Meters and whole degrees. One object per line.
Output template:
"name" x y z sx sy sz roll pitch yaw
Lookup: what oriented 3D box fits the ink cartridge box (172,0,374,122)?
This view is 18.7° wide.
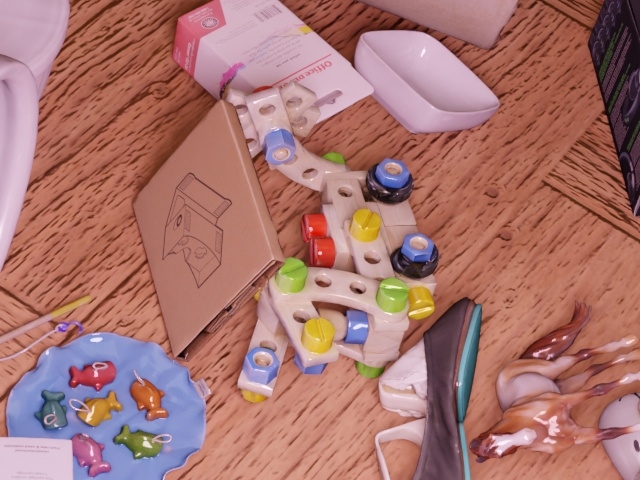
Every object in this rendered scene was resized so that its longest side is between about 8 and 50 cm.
"ink cartridge box" -0.050 -0.179 2.081 0.115 0.067 0.198 -31 62 -33

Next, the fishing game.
"fishing game" -0.192 0.157 1.784 0.189 0.041 0.264 -22 59 -25

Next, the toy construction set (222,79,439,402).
"toy construction set" 0.000 0.000 1.902 0.215 0.151 0.327 -3 62 -16

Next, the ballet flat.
"ballet flat" 0.100 0.164 1.817 0.096 0.095 0.280 3 49 4

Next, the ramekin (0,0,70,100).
"ramekin" -0.394 -0.204 1.979 0.273 0.127 0.272 6 50 -8

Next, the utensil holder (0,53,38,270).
"utensil holder" -0.489 -0.060 1.713 0.386 0.327 0.327 18 49 5

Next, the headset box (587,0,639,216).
"headset box" 0.446 -0.168 2.149 0.246 0.131 0.283 1 51 -12

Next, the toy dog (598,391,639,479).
"toy dog" 0.357 0.263 1.746 0.220 0.161 0.334 -32 64 -33

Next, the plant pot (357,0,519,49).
"plant pot" 0.107 -0.375 2.130 0.305 0.334 0.334 28 50 1

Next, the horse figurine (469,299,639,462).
"horse figurine" 0.224 0.142 1.830 0.175 0.066 0.263 -17 18 8

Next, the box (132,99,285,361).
"box" -0.111 -0.009 1.868 0.021 0.164 0.201 15 43 -38

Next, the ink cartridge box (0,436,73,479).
"ink cartridge box" -0.246 0.271 1.617 0.072 0.127 0.175 3 51 -14

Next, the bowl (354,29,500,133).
"bowl" 0.109 -0.164 2.094 0.142 0.053 0.142 45 31 25
